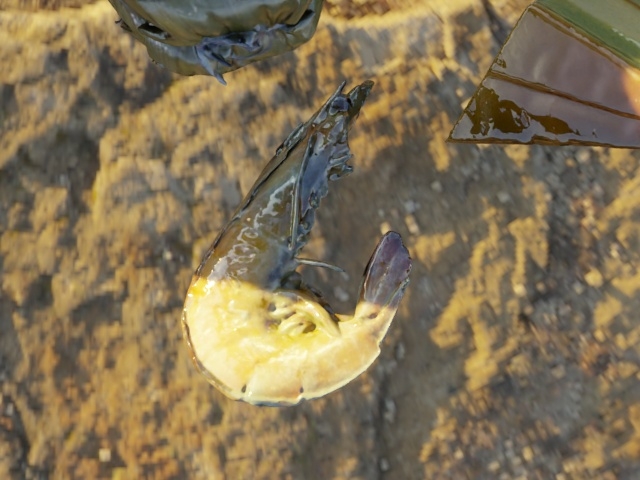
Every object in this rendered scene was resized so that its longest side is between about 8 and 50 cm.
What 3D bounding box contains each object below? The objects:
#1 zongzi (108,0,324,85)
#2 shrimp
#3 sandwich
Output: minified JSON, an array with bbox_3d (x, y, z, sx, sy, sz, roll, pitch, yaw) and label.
[{"bbox_3d":[-0.075,-0.224,0.627,0.125,0.251,0.274,-17,151,-2],"label":"zongzi"},{"bbox_3d":[0.000,0.001,1.052,0.143,0.052,0.251,21,80,15],"label":"shrimp"},{"bbox_3d":[0.212,-0.095,1.082,0.187,0.117,0.144,35,136,14],"label":"sandwich"}]
